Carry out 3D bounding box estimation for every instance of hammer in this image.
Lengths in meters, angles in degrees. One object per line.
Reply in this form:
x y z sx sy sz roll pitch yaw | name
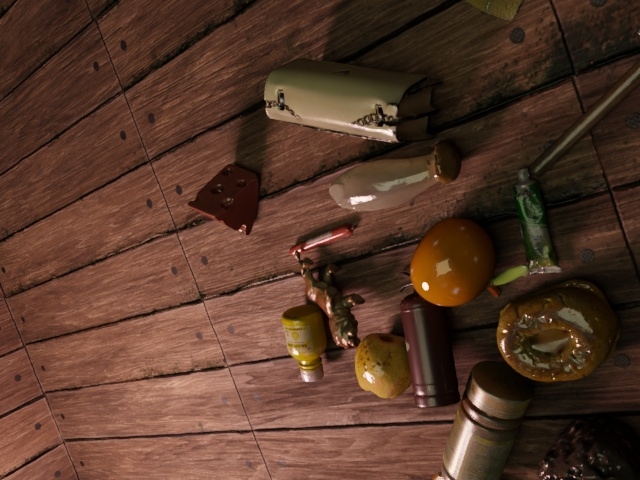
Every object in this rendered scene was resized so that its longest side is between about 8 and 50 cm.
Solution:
0.559 -0.264 1.191 0.111 0.043 0.365 48 127 12 | hammer

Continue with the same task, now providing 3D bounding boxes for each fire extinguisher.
0.263 0.240 1.491 0.135 0.114 0.337 -17 78 54 | fire extinguisher

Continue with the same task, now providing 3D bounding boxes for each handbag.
0.075 -0.327 1.383 0.359 0.237 0.160 17 116 30 | handbag

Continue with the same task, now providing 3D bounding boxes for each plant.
0.587 0.533 1.269 0.215 0.312 0.213 -39 78 40 | plant

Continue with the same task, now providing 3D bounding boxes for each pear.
0.173 0.335 1.579 0.178 0.178 0.178 12 112 32 | pear

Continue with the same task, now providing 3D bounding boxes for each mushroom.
0.176 -0.149 1.446 0.350 0.128 0.128 -16 96 34 | mushroom

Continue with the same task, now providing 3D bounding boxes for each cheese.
-0.267 -0.091 1.759 0.128 0.203 0.177 21 145 26 | cheese

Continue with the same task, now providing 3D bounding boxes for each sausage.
0.000 0.000 1.672 0.253 0.034 0.034 -21 93 38 | sausage

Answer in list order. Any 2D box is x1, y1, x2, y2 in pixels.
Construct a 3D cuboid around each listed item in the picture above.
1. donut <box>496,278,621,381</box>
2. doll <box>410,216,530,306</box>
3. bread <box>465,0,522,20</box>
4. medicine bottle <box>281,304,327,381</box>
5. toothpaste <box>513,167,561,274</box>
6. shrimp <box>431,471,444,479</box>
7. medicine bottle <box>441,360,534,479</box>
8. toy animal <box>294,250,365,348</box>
0.526 0.210 1.317 0.261 0.128 0.208 -34 85 39 | donut
0.331 0.068 1.370 0.236 0.213 0.213 32 122 6 | doll
0.366 -0.521 1.255 0.109 0.080 0.084 61 138 50 | bread
-0.040 0.307 1.745 0.122 0.122 0.212 -1 105 35 | medicine bottle
0.476 -0.041 1.321 0.078 0.047 0.248 -7 103 38 | toothpaste
0.429 0.720 1.609 0.262 0.051 0.198 -15 104 40 | shrimp
0.407 0.474 1.471 0.151 0.151 0.322 24 118 27 | medicine bottle
0.024 0.170 1.646 0.312 0.097 0.157 47 135 43 | toy animal
